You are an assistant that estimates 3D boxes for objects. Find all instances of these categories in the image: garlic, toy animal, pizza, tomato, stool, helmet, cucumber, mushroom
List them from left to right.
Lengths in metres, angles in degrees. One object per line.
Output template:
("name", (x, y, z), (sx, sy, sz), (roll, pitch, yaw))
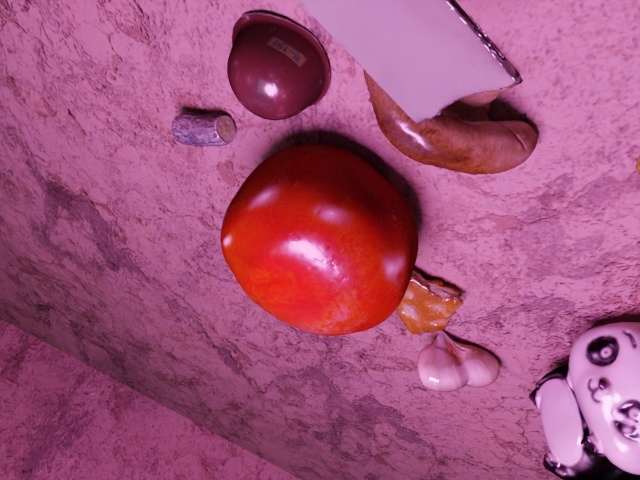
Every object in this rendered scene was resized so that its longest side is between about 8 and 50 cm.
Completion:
("cucumber", (-0.211, -0.199, 1.055), (0.112, 0.064, 0.064), (10, 139, 25))
("helmet", (-0.083, -0.250, 0.875), (0.175, 0.106, 0.155), (44, 141, -11))
("tomato", (0.000, 0.000, 0.973), (0.325, 0.293, 0.290), (39, 129, -4))
("pizza", (0.208, 0.112, 1.142), (0.161, 0.062, 0.182), (2, 130, 43))
("mushroom", (0.156, -0.167, 0.767), (0.286, 0.151, 0.156), (38, 145, -10))
("stool", (0.109, -0.297, 0.529), (0.270, 0.243, 0.170), (42, 166, -15))
("garlic", (0.286, 0.260, 1.216), (0.175, 0.124, 0.099), (-2, 122, -1))
("toy animal", (0.515, 0.270, 0.978), (0.251, 0.250, 0.310), (28, 144, 3))

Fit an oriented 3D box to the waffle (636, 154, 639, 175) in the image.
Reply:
("waffle", (0.523, -0.078, 0.699), (0.249, 0.056, 0.253), (-1, 132, 36))
